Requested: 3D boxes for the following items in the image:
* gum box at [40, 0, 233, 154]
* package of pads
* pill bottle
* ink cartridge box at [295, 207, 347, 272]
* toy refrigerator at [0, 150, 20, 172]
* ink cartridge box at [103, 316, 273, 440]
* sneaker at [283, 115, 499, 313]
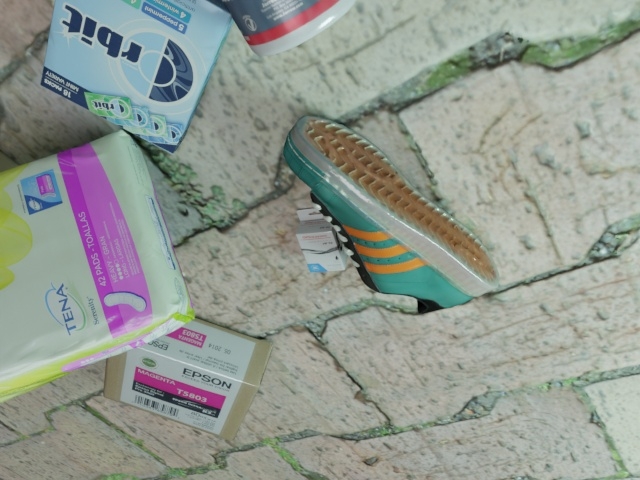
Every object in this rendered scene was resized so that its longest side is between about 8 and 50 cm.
[{"bbox_3d":[-0.186,-0.196,0.581,0.157,0.041,0.184,27,133,-12],"label":"gum box"},{"bbox_3d":[-0.309,0.040,0.632,0.296,0.229,0.101,-20,169,-4],"label":"package of pads"},{"bbox_3d":[-0.054,-0.251,0.455,0.108,0.108,0.180,-16,125,26],"label":"pill bottle"},{"bbox_3d":[0.000,0.000,0.723,0.048,0.028,0.083,-6,129,18],"label":"ink cartridge box"},{"bbox_3d":[-0.456,-0.070,0.725,0.102,0.094,0.269,-27,120,32],"label":"toy refrigerator"},{"bbox_3d":[-0.217,0.210,0.927,0.234,0.088,0.193,20,134,-4],"label":"ink cartridge box"},{"bbox_3d":[0.061,-0.008,0.647,0.302,0.108,0.121,37,125,-22],"label":"sneaker"}]
